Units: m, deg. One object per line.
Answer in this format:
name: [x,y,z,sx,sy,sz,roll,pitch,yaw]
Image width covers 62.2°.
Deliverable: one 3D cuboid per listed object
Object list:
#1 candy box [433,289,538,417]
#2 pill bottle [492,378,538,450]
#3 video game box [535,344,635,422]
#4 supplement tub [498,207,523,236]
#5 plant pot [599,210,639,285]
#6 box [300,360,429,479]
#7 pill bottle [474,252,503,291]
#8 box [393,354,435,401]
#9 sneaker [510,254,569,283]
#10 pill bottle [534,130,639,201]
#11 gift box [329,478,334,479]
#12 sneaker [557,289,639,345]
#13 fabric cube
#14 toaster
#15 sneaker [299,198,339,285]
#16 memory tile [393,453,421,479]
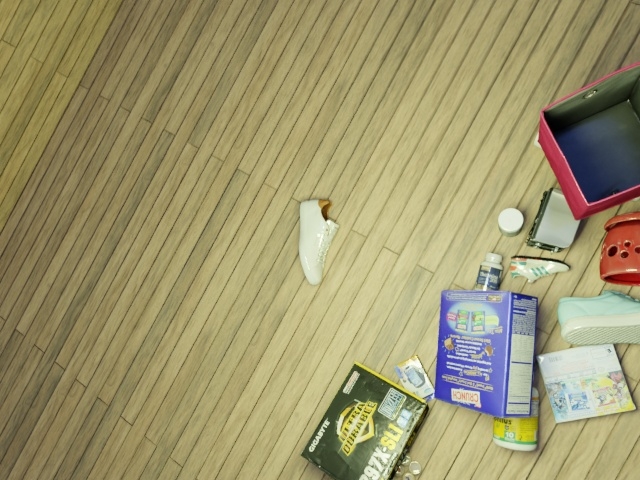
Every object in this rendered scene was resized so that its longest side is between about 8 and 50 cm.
candy box: [0.448,0.301,1.459,0.268,0.122,0.318,-7,73,62]
pill bottle: [0.544,0.464,1.476,0.117,0.117,0.209,3,83,19]
video game box: [0.726,0.389,1.464,0.205,0.048,0.187,-16,74,15]
supplement tub: [0.559,-0.051,1.559,0.070,0.107,0.071,-3,80,18]
plant pot: [0.847,0.023,1.411,0.190,0.191,0.174,0,75,19]
box: [0.132,0.559,1.556,0.257,0.079,0.322,25,72,28]
pill bottle: [0.503,0.100,1.575,0.066,0.067,0.120,13,86,20]
box: [0.291,0.429,1.615,0.081,0.028,0.136,-31,71,11]
sneaker: [0.636,0.089,1.547,0.161,0.057,0.076,6,100,18]
pill bottle: [0.777,-0.255,1.482,0.318,0.176,0.176,32,92,20]
gift box: [0.057,0.832,1.504,0.276,0.258,0.255,28,91,17]
sneaker: [0.827,0.190,1.424,0.365,0.135,0.150,0,51,4]
fabric cube: [0.698,-0.225,1.276,0.254,0.258,0.259,-25,77,17]
toaster: [0.662,-0.057,1.497,0.110,0.168,0.186,20,89,18]
sneaker: [0.000,0.000,1.740,0.122,0.106,0.291,-7,78,20]
memory tile: [0.221,0.700,1.585,0.113,0.012,0.148,37,80,20]
